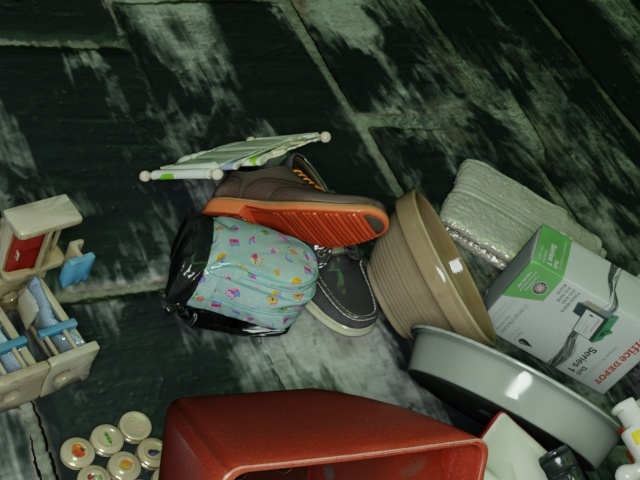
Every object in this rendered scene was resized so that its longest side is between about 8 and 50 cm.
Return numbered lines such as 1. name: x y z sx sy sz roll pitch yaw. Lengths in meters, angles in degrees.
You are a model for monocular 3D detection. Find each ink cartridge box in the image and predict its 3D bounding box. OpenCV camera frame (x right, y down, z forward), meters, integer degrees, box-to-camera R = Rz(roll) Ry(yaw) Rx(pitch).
1. ink cartridge box: 0.364 0.102 1.464 0.219 0.160 0.092 29 43 -2

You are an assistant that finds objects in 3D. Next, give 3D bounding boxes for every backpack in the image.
1. backpack: -0.095 0.044 1.288 0.182 0.115 0.152 20 41 -16

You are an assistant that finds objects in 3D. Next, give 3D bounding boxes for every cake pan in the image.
1. cake pan: 0.228 0.196 1.242 0.293 0.293 0.054 30 79 -1

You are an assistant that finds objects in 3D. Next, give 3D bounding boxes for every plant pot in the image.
1. plant pot: 0.137 0.059 1.377 0.237 0.110 0.237 56 14 -21
2. plant pot: -0.033 0.276 0.985 0.267 0.267 0.236 0 15 -29

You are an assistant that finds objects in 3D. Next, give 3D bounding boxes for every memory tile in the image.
1. memory tile: -0.203 0.259 1.098 0.113 0.012 0.148 -18 61 -40

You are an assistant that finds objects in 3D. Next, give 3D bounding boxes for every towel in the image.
1. towel: 0.325 -0.009 1.630 0.282 0.049 0.187 31 42 0

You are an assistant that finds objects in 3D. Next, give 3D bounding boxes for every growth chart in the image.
1. growth chart: -0.112 -0.120 1.425 0.172 0.021 0.237 4 20 42

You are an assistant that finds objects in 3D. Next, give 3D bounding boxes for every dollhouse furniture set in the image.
1. dollhouse furniture set: -0.315 0.071 1.083 0.129 0.183 0.129 -21 63 -41

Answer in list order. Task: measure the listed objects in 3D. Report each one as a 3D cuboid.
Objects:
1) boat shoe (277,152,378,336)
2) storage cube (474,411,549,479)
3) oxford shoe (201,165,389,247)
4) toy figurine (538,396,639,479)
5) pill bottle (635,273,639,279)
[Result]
1. boat shoe: 0.000 0.000 1.399 0.103 0.092 0.285 -5 53 -33
2. storage cube: 0.178 0.340 1.109 0.215 0.193 0.184 43 43 11
3. oxford shoe: -0.030 -0.056 1.329 0.271 0.097 0.098 5 60 28
4. toy figurine: 0.352 0.233 1.014 0.213 0.209 0.148 -9 62 -35
5. pill bottle: 0.566 0.180 1.501 0.169 0.169 0.301 5 48 -26
